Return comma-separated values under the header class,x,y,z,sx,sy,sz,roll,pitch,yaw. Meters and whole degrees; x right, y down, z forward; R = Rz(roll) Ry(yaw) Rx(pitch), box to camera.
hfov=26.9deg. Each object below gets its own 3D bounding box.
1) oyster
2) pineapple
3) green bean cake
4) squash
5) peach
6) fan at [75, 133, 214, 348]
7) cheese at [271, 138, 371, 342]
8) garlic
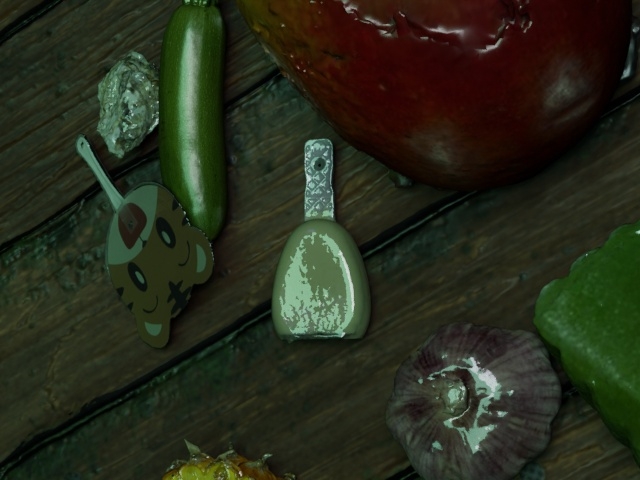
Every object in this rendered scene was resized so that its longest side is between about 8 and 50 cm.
class,x,y,z,sx,sy,sz,roll,pitch,yaw
oyster,-0.197,-0.141,1.329,0.098,0.037,0.100,-47,54,-6
pineapple,-0.086,0.248,1.256,0.137,0.069,0.116,9,93,29
green bean cake,0.319,0.090,1.071,0.222,0.125,0.248,-36,58,7
squash,-0.123,-0.124,1.296,0.069,0.069,0.258,-2,85,19
peach,0.090,-0.236,1.138,0.339,0.353,0.417,-24,119,22
fan,-0.185,-0.016,1.312,0.227,0.008,0.152,55,130,22
cheese,0.000,0.000,1.256,0.097,0.037,0.192,-2,85,18
garlic,0.130,0.143,1.164,0.159,0.102,0.147,-24,79,16
